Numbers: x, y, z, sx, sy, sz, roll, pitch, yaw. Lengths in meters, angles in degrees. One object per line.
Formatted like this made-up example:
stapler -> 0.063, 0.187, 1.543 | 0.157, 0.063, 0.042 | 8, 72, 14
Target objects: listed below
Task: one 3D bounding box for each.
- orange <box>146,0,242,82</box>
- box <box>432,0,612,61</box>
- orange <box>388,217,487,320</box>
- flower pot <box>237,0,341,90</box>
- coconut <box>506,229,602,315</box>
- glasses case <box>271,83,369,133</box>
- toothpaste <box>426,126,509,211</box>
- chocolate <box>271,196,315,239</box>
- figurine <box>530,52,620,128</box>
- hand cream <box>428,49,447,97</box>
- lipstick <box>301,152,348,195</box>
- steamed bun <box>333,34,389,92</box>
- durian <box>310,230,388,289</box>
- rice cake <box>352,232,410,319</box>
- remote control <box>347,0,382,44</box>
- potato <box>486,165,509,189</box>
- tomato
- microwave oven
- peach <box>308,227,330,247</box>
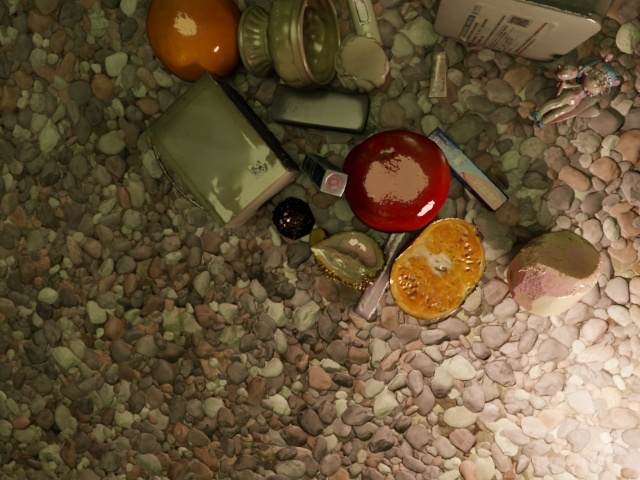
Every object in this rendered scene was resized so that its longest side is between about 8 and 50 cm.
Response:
orange -> -0.388, -0.655, 1.385 | 0.312, 0.312, 0.312 | 1, 96, 9
box -> 0.514, -0.618, 1.194 | 0.396, 0.396, 0.111 | 18, 101, 6
orange -> 0.354, 0.094, 1.374 | 0.274, 0.274, 0.310 | 30, 56, 5
flower pot -> -0.098, -0.622, 1.355 | 0.244, 0.307, 0.308 | 9, 98, 24
coconut -> 0.689, 0.102, 1.330 | 0.233, 0.245, 0.233 | -1, 58, 1
glasses case -> -0.001, -0.436, 1.458 | 0.323, 0.074, 0.131 | 10, 99, 8
toothpaste -> 0.461, -0.225, 1.406 | 0.320, 0.076, 0.066 | 45, 98, 1
chocolate -> -0.108, -0.071, 1.488 | 0.156, 0.133, 0.156 | 1, 97, 11
figurine -> 0.748, -0.456, 1.315 | 0.260, 0.103, 0.205 | -36, 115, 15
hand cream -> 0.381, -0.534, 1.410 | 0.061, 0.039, 0.143 | 0, 105, 2
lipstick -> 0.006, -0.213, 1.376 | 0.076, 0.290, 0.078 | 12, 107, -17
steamed bun -> 0.124, -0.550, 1.387 | 0.182, 0.106, 0.183 | 1, 81, -4
durian -> 0.103, 0.071, 1.464 | 0.249, 0.183, 0.138 | 19, 141, 22
rice cake -> 0.213, 0.105, 1.494 | 0.072, 0.056, 0.365 | 25, 100, 4
remote control -> 0.142, -0.716, 1.420 | 0.078, 0.042, 0.222 | -15, 95, 9
potato -> 0.569, -0.203, 1.417 | 0.093, 0.036, 0.037 | 41, 64, -15
tomato -> 0.226, -0.174, 1.349 | 0.325, 0.293, 0.290 | 4, 81, 1
microwave oven -> -0.309, -0.277, 1.439 | 0.333, 0.247, 0.394 | -39, 89, 10
peach -> 0.000, 0.000, 1.517 | 0.077, 0.050, 0.083 | -3, 86, 33
